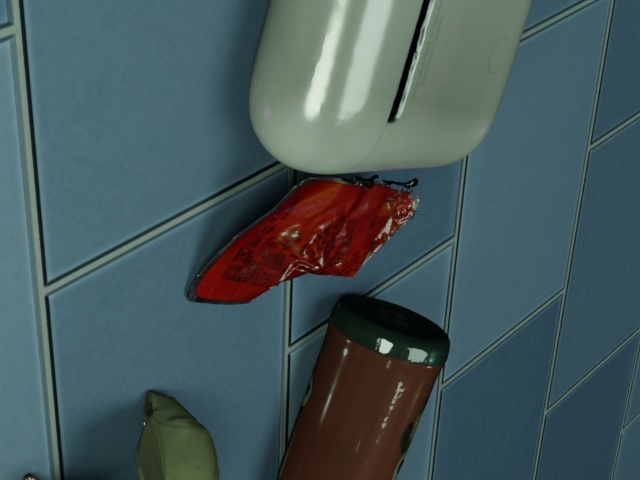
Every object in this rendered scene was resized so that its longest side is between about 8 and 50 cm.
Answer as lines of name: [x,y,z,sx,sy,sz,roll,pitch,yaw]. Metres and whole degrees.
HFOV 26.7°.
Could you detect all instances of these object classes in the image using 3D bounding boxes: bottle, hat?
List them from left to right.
hat: [-0.141,0.258,1.325,0.144,0.173,0.166,7,109,-29]
bottle: [0.030,0.241,1.590,0.144,0.144,0.336,0,114,-55]

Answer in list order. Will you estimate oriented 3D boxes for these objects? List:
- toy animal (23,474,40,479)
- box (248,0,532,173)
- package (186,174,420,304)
toy animal: [-0.272,0.270,1.229,0.188,0.089,0.179,-39,128,-28]
box: [0.080,-0.207,1.338,0.349,0.141,0.289,-6,118,-54]
package: [0.000,0.000,1.408,0.194,0.071,0.269,-54,159,22]
